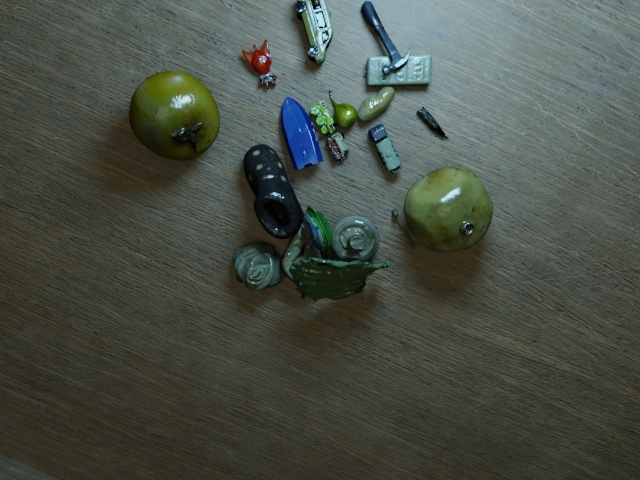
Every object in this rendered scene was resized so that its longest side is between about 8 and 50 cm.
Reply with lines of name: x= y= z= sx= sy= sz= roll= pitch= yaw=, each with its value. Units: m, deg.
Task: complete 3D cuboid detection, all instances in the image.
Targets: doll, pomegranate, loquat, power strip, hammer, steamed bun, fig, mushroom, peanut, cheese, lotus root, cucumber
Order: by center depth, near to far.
hammer: x=0.237 y=-0.771 z=1.608 sx=0.137 sy=0.037 sz=0.290 roll=-26 pitch=84 yaw=2
loquat: x=-0.559 y=-0.485 z=1.644 sx=0.328 sy=0.328 sz=0.359 roll=-47 pitch=53 yaw=12
pomegranate: x=0.488 y=-0.117 z=1.651 sx=0.332 sy=0.332 sz=0.333 roll=1 pitch=104 yaw=4
power strip: x=0.295 y=-0.650 z=1.656 sx=0.256 sy=0.070 sz=0.105 roll=0 pitch=102 yaw=5
peanut: x=0.216 y=-0.536 z=1.685 sx=0.174 sy=0.080 sz=0.080 roll=-39 pitch=98 yaw=8
doll: x=-0.227 y=-0.681 z=1.687 sx=0.109 sy=0.057 sz=0.169 roll=-21 pitch=100 yaw=6
fig: x=0.092 y=-0.522 z=1.709 sx=0.093 sy=0.093 sz=0.166 roll=-20 pitch=64 yaw=8
cucumber: x=0.446 y=-0.460 z=1.710 sx=0.163 sy=0.043 sz=0.039 roll=48 pitch=139 yaw=-6
cheese: x=0.000 y=0.000 z=1.744 sx=0.083 sy=0.204 sz=0.321 roll=-24 pitch=126 yaw=-14
mushroom: x=0.140 y=0.003 z=1.748 sx=0.207 sy=0.215 sz=0.208 roll=0 pitch=99 yaw=0
hammer: x=0.355 y=-0.042 z=1.808 sx=0.028 sy=0.060 sz=0.195 roll=-29 pitch=104 yaw=9
lotus root: x=-0.086 y=0.092 z=1.833 sx=0.170 sy=0.074 sz=0.261 roll=-32 pitch=103 yaw=-11
steamed bun: x=-0.274 y=0.124 z=1.839 sx=0.211 sy=0.144 sz=0.218 roll=-22 pitch=100 yaw=9

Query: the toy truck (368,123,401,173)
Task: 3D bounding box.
toy truck: x=0.258 y=-0.362 z=1.717 sx=0.074 sy=0.088 sz=0.202 roll=-26 pitch=100 yaw=11

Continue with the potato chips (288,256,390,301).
potato chips: x=0.071 y=0.140 z=1.721 sx=0.389 sy=0.097 sz=0.373 roll=6 pitch=149 yaw=-27

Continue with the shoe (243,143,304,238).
shoe: x=-0.198 y=-0.193 z=1.710 sx=0.171 sy=0.237 sz=0.384 roll=-22 pitch=101 yaw=9

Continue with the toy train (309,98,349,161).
toy train: x=0.040 y=-0.436 z=1.732 sx=0.085 sy=0.053 sz=0.250 roll=-27 pitch=101 yaw=4

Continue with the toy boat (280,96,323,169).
toy boat: x=-0.087 y=-0.435 z=1.730 sx=0.129 sy=0.088 sz=0.295 roll=-18 pitch=91 yaw=8

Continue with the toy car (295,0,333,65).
toy car: x=-0.012 y=-0.802 z=1.623 sx=0.124 sy=0.101 sz=0.257 roll=-17 pitch=101 yaw=4
